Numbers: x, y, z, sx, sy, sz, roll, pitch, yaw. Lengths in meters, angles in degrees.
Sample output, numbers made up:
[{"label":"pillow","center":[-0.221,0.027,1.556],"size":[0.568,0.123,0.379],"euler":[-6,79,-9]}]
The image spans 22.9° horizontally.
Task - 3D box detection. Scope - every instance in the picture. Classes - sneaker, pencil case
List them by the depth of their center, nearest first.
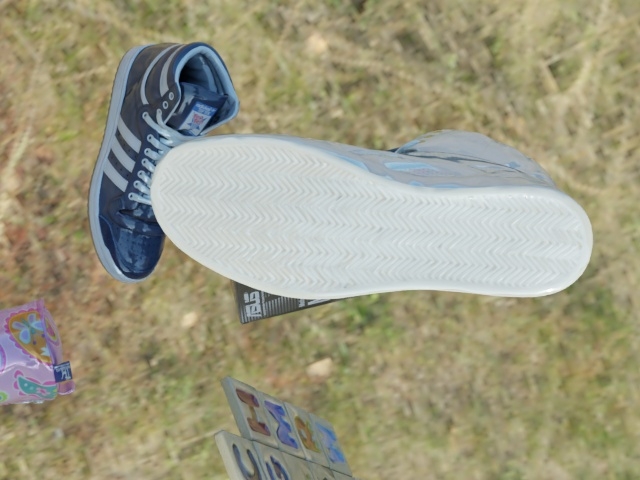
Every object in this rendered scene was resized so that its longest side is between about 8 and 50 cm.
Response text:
[{"label":"sneaker","center":[0.034,-0.025,1.111],"size":[0.292,0.169,0.108],"euler":[9,103,0]},{"label":"pencil case","center":[-0.425,0.154,1.776],"size":[0.284,0.124,0.124],"euler":[-14,81,-9]},{"label":"sneaker","center":[-0.176,-0.093,1.787],"size":[0.099,0.153,0.282],"euler":[12,80,-40]}]

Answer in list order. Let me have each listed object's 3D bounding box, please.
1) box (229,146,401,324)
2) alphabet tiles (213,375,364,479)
[{"label":"box","center":[0.000,0.000,1.790],"size":[0.216,0.270,0.060],"euler":[-14,67,-6]},{"label":"alphabet tiles","center":[0.017,0.256,1.287],"size":[0.342,0.011,0.285],"euler":[35,29,-63]}]
